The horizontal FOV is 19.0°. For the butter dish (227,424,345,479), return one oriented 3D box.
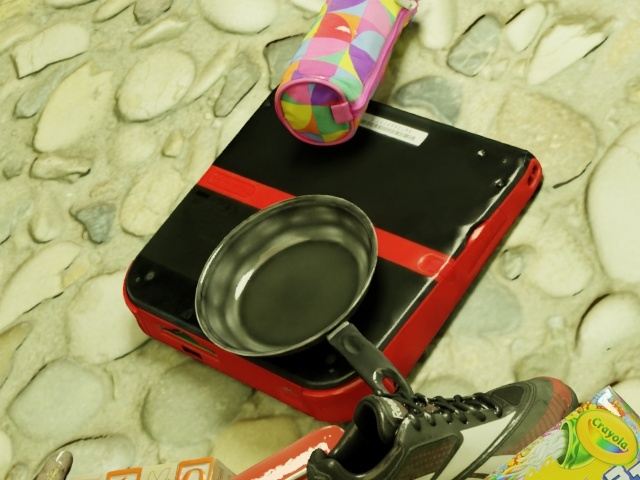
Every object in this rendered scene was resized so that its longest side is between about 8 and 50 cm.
[{"bbox_3d":[-0.011,0.278,1.732,0.160,0.118,0.160,-28,69,-19],"label":"butter dish"}]

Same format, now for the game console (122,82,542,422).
[{"bbox_3d":[0.000,0.000,1.988,0.386,0.060,0.342,22,66,42],"label":"game console"}]

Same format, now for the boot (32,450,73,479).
[{"bbox_3d":[-0.291,0.262,1.943,0.106,0.037,0.114,-56,5,-17],"label":"boot"}]

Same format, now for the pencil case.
[{"bbox_3d":[0.032,-0.207,2.053,0.104,0.104,0.236,-4,42,32],"label":"pencil case"}]

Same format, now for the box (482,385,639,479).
[{"bbox_3d":[0.210,0.322,1.430,0.279,0.177,0.290,-38,49,8],"label":"box"}]

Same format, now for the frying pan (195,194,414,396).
[{"bbox_3d":[0.018,0.054,1.847,0.326,0.053,0.197,17,63,39],"label":"frying pan"}]

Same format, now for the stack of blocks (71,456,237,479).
[{"bbox_3d":[-0.217,0.320,1.856,0.297,0.087,0.171,-12,51,28],"label":"stack of blocks"}]

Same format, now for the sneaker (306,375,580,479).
[{"bbox_3d":[0.102,0.175,1.647,0.276,0.135,0.097,-27,22,-17],"label":"sneaker"}]
